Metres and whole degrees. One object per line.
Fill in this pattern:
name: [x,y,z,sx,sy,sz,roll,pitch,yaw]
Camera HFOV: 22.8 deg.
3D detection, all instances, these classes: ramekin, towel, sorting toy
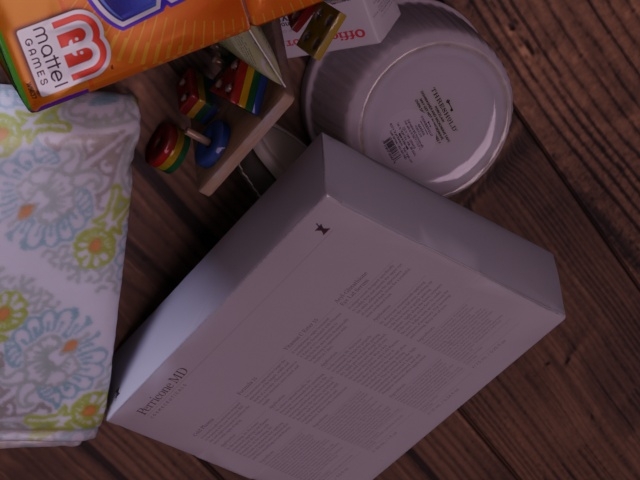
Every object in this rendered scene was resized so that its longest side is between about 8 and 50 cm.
ramekin: [0.094,-0.134,1.586,0.207,0.109,0.207,-9,115,-19]
towel: [-0.348,0.031,1.494,0.321,0.090,0.374,0,112,-25]
sorting toy: [-0.082,-0.138,1.451,0.046,0.132,0.274,27,123,-29]

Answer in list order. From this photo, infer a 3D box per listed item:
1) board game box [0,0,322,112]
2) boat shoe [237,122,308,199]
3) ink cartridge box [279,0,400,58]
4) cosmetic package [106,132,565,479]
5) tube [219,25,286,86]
board game box: [-0.155,-0.370,1.239,0.356,0.356,0.356,-23,119,-11]
boat shoe: [0.000,0.003,1.607,0.091,0.109,0.305,-28,123,22]
ink cartridge box: [-0.004,-0.254,1.492,0.109,0.063,0.150,-6,123,28]
cosmetic package: [0.007,0.096,1.559,0.284,0.097,0.377,25,129,-27]
tube: [-0.089,-0.208,1.403,0.070,0.240,0.062,10,110,-24]
